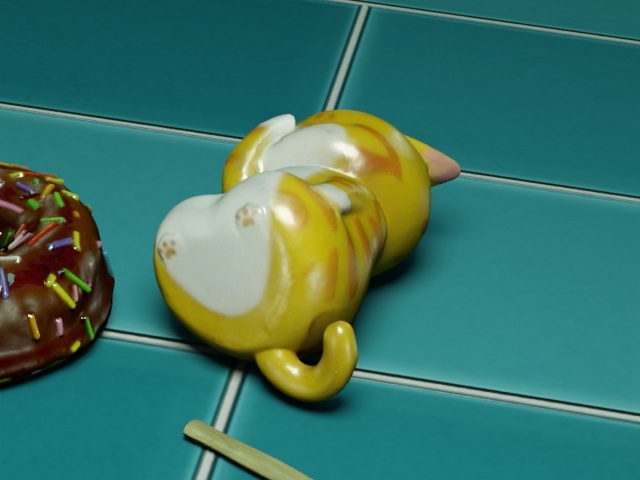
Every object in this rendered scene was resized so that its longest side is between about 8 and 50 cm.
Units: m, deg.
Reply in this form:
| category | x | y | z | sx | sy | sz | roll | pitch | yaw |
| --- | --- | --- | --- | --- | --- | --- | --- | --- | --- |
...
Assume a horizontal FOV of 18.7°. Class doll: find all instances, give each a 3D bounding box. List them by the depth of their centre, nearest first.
| category | x | y | z | sx | sy | sz | roll | pitch | yaw |
| --- | --- | --- | --- | --- | --- | --- | --- | --- | --- |
| doll | -0.011 | -0.009 | 1.522 | 0.166 | 0.162 | 0.269 | -12 | 26 | 35 |

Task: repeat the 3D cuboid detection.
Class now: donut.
| category | x | y | z | sx | sy | sz | roll | pitch | yaw |
| --- | --- | --- | --- | --- | --- | --- | --- | --- | --- |
| donut | -0.271 | 0.020 | 1.491 | 0.230 | 0.096 | 0.216 | -7 | 34 | -19 |

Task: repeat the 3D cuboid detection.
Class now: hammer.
| category | x | y | z | sx | sy | sz | roll | pitch | yaw |
| --- | --- | --- | --- | --- | --- | --- | --- | --- | --- |
| hammer | -0.017 | 0.172 | 1.362 | 0.199 | 0.013 | 0.062 | 24 | 36 | 27 |
